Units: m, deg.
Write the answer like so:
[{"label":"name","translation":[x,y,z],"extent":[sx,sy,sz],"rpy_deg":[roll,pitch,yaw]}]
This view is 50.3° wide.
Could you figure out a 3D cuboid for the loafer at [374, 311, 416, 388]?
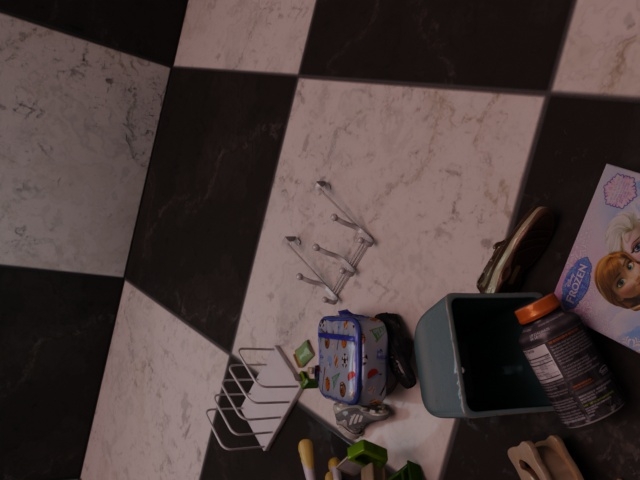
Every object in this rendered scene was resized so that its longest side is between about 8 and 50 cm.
[{"label":"loafer","translation":[0.204,0.275,1.745],"extent":[0.076,0.078,0.223],"rpy_deg":[95,160,-47]}]

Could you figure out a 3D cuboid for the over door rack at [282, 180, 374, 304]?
[{"label":"over door rack","translation":[0.000,0.000,2.033],"extent":[0.240,0.108,0.324],"rpy_deg":[-59,43,23]}]

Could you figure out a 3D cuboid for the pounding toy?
[{"label":"pounding toy","translation":[0.499,0.514,1.351],"extent":[0.270,0.154,0.154],"rpy_deg":[-111,19,-44]}]

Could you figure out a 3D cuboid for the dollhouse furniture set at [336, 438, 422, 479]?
[{"label":"dollhouse furniture set","translation":[0.131,0.652,1.585],"extent":[0.151,0.197,0.302],"rpy_deg":[-50,23,29]}]

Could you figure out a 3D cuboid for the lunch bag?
[{"label":"lunch bag","translation":[0.075,0.307,1.816],"extent":[0.303,0.114,0.243],"rpy_deg":[168,102,-68]}]

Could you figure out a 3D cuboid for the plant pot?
[{"label":"plant pot","translation":[0.331,0.263,1.480],"extent":[0.252,0.247,0.247],"rpy_deg":[138,129,-61]}]

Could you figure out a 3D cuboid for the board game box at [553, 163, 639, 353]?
[{"label":"board game box","translation":[0.632,0.049,1.288],"extent":[0.318,0.065,0.319],"rpy_deg":[30,106,49]}]

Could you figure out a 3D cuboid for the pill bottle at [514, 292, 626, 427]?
[{"label":"pill bottle","translation":[0.477,0.228,1.333],"extent":[0.130,0.130,0.246],"rpy_deg":[-35,77,41]}]

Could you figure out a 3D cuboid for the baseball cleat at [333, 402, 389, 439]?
[{"label":"baseball cleat","translation":[0.115,0.485,1.836],"extent":[0.205,0.072,0.110],"rpy_deg":[-5,92,54]}]

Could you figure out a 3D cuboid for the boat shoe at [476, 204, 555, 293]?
[{"label":"boat shoe","translation":[0.424,0.025,1.527],"extent":[0.258,0.095,0.095],"rpy_deg":[-64,36,19]}]

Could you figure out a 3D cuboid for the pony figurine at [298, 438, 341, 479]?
[{"label":"pony figurine","translation":[0.007,0.750,1.737],"extent":[0.363,0.302,0.351],"rpy_deg":[-105,16,-62]}]

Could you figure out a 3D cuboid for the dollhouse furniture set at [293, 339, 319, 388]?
[{"label":"dollhouse furniture set","translation":[-0.053,0.377,2.054],"extent":[0.076,0.058,0.152],"rpy_deg":[-51,48,30]}]

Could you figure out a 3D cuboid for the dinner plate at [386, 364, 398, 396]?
[{"label":"dinner plate","translation":[0.168,0.348,1.826],"extent":[0.141,0.017,0.141],"rpy_deg":[-12,74,48]}]

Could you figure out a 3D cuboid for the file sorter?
[{"label":"file sorter","translation":[-0.214,0.494,2.136],"extent":[0.193,0.173,0.278],"rpy_deg":[49,118,43]}]
